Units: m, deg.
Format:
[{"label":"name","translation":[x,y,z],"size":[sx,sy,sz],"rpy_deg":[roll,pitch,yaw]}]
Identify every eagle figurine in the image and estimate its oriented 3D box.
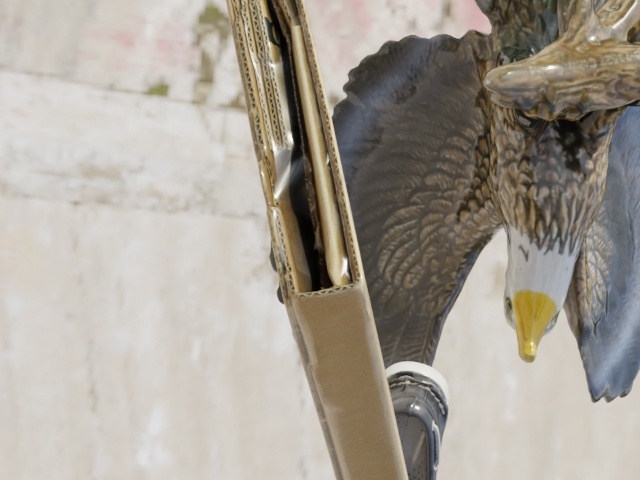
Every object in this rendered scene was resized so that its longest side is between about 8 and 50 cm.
[{"label":"eagle figurine","translation":[0.111,-0.027,0.933],"size":[0.225,0.226,0.298],"rpy_deg":[-46,171,-23]}]

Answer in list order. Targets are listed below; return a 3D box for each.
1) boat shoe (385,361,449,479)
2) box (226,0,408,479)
[{"label":"boat shoe","translation":[0.029,0.113,0.761],"size":[0.038,0.046,0.125],"rpy_deg":[-69,175,-63]},{"label":"box","translation":[0.000,0.000,0.512],"size":[0.201,0.021,0.164],"rpy_deg":[76,2,-56]}]
